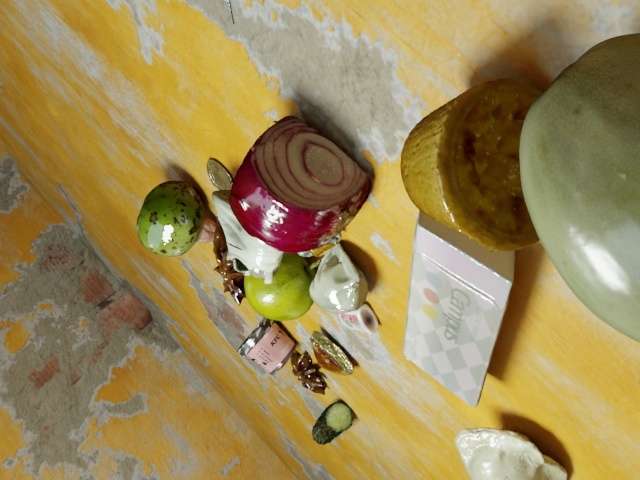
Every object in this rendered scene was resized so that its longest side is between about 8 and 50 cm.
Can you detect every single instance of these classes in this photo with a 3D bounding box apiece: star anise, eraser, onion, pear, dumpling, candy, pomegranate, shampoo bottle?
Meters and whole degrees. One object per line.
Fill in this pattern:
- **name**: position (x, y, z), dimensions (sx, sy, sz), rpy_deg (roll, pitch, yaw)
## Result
- **star anise**: position (-0.205, 0.064, 1.665), dimensions (0.346, 0.148, 0.238), rpy_deg (91, 155, -56)
- **eraser**: position (0.227, 0.115, 1.098), dimensions (0.213, 0.082, 0.397), rpy_deg (34, 150, 29)
- **onion**: position (-0.049, -0.073, 1.151), dimensions (0.216, 0.206, 0.207), rpy_deg (42, 153, 18)
- **pear**: position (-0.074, 0.094, 1.485), dimensions (0.180, 0.216, 0.166), rpy_deg (40, -153, -41)
- **dumpling**: position (0.391, 0.450, 1.245), dimensions (0.179, 0.131, 0.252), rpy_deg (-28, 111, 39)
- **candy**: position (0.000, 0.000, 1.354), dimensions (0.053, 0.046, 0.182), rpy_deg (55, 149, -2)
- **pomegranate**: position (-0.377, -0.050, 1.751), dimensions (0.247, 0.215, 0.214), rpy_deg (17, 163, -21)
- **shampoo bottle**: position (0.082, 0.175, 1.451), dimensions (0.099, 0.043, 0.072), rpy_deg (2, 126, 57)
- **dumpling**: position (0.036, 0.079, 1.347), dimensions (0.181, 0.111, 0.155), rpy_deg (11, 102, 39)
- **star anise**: position (-0.043, 0.405, 1.935), dimensions (0.167, 0.057, 0.168), rpy_deg (37, 151, 24)

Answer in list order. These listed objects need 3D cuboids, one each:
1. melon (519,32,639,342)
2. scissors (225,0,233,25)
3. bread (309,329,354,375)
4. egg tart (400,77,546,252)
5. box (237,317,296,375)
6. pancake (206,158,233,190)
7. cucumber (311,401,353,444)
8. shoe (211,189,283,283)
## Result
- **melon**: position (0.321, -0.039, 0.562), dimensions (0.272, 0.271, 0.308), rpy_deg (117, 139, -62)
- **scissors**: position (-0.164, -0.417, 1.111), dimensions (0.036, 0.006, 0.083), rpy_deg (34, 150, 34)
- **bread**: position (0.040, 0.315, 1.691), dimensions (0.136, 0.054, 0.154), rpy_deg (30, 153, 38)
- **egg tart**: position (0.194, -0.088, 0.778), dimensions (0.203, 0.202, 0.147), rpy_deg (57, 162, -14)
- **box**: position (-0.156, 0.321, 1.909), dimensions (0.135, 0.151, 0.151), rpy_deg (42, 154, -1)
- **pancake**: position (-0.250, -0.157, 1.581), dimensions (0.115, 0.011, 0.115), rpy_deg (36, 149, 26)
- **cucumber**: position (0.026, 0.602, 2.054), dimensions (0.096, 0.096, 0.359), rpy_deg (45, 156, 10)
- **shoe**: position (-0.161, -0.005, 1.410), dimensions (0.316, 0.124, 0.160), rpy_deg (-140, 52, -57)
